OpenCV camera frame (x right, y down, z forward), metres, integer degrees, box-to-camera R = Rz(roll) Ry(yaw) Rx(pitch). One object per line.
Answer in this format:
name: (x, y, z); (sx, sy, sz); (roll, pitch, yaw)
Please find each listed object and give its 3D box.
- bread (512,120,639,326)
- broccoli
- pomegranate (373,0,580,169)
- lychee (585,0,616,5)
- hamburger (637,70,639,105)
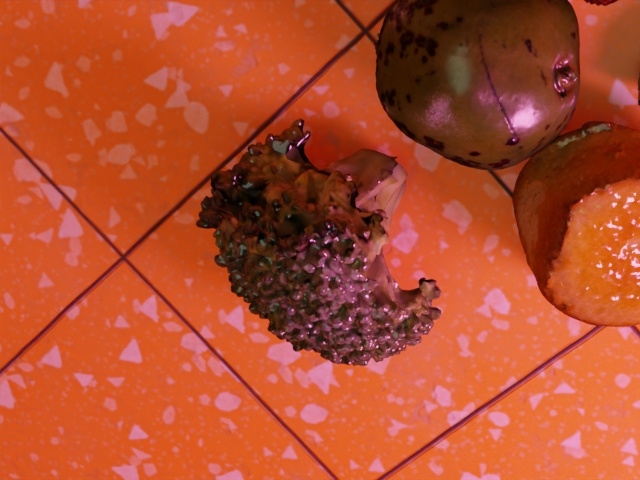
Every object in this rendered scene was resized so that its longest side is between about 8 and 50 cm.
bread: (0.364, -0.015, 1.385); (0.268, 0.146, 0.269); (0, 127, 0)
broccoli: (-0.011, 0.020, 1.454); (0.323, 0.272, 0.334); (-7, 140, 19)
pomegranate: (0.173, -0.207, 1.335); (0.270, 0.254, 0.254); (24, 118, 34)
lychee: (0.321, -0.331, 1.308); (0.129, 0.123, 0.123); (-39, 98, -4)
hamburger: (0.458, -0.212, 1.338); (0.176, 0.087, 0.102); (-3, 98, 25)
